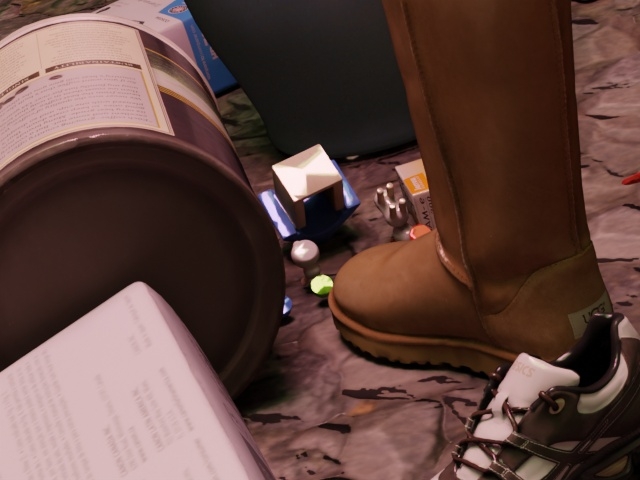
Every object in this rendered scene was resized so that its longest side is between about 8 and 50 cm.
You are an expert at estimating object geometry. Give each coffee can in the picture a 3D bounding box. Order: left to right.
[{"bbox_3d":[-0.143,-0.017,1.263,0.201,0.201,0.275,-18,24,-3],"label":"coffee can"}]

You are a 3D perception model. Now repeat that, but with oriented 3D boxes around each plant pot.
[{"bbox_3d":[0.015,-0.213,1.520,0.272,0.255,0.271,-15,24,6],"label":"plant pot"}]

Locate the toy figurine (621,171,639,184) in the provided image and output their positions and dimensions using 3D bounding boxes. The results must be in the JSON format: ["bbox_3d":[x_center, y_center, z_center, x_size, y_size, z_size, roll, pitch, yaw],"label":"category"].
[{"bbox_3d":[0.289,0.043,0.933,0.191,0.217,0.362,-28,-14,7],"label":"toy figurine"}]

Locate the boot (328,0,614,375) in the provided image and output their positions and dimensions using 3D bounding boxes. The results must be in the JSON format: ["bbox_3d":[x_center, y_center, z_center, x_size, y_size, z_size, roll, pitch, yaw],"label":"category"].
[{"bbox_3d":[0.072,-0.059,1.129,0.236,0.269,0.089,10,33,44],"label":"boot"}]

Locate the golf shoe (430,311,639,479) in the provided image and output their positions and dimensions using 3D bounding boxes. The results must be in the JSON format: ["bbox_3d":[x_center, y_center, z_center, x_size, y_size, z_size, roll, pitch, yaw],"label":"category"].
[{"bbox_3d":[0.092,0.106,0.982,0.198,0.094,0.077,-32,29,-28],"label":"golf shoe"}]

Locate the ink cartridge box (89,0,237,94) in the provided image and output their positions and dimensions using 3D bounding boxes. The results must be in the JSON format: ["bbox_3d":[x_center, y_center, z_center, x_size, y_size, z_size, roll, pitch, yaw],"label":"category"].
[{"bbox_3d":[-0.186,-0.149,1.728,0.191,0.082,0.139,-26,26,-24],"label":"ink cartridge box"}]

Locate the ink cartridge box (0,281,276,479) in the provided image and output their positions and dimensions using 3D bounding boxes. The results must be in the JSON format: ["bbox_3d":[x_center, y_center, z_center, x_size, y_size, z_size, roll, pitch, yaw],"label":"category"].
[{"bbox_3d":[-0.196,0.208,1.004,0.385,0.091,0.308,-36,26,-1],"label":"ink cartridge box"}]

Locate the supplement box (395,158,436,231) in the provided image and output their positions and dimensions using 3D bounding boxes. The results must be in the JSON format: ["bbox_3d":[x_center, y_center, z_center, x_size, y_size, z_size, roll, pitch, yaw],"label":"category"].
[{"bbox_3d":[0.108,-0.042,1.358,0.098,0.036,0.062,-19,23,-3],"label":"supplement box"}]

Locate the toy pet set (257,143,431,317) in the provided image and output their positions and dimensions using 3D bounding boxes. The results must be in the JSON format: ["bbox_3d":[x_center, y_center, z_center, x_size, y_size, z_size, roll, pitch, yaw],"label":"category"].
[{"bbox_3d":[0.000,0.000,1.340,0.122,0.065,0.114,-25,60,-12],"label":"toy pet set"}]
